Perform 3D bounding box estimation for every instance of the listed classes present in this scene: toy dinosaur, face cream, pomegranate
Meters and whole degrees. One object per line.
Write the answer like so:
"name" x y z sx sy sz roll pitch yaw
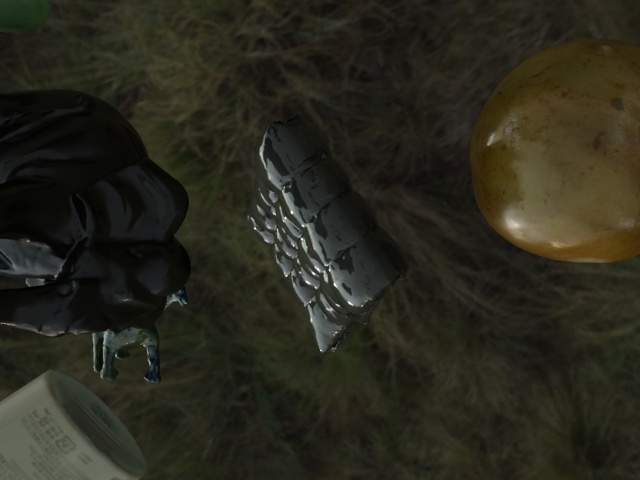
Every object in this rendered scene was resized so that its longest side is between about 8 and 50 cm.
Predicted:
"toy dinosaur" -0.278 0.112 1.388 0.363 0.076 0.147 8 98 53
"face cream" -0.387 0.297 1.172 0.348 0.081 0.173 -34 112 14
"pomegranate" 0.296 -0.099 1.113 0.264 0.264 0.264 14 119 26

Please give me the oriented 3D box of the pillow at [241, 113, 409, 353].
"pillow" 0.000 0.000 1.205 0.228 0.101 0.326 55 164 8

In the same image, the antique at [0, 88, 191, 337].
"antique" -0.272 -0.040 0.994 0.185 0.255 0.322 -51 41 35

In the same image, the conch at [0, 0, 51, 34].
"conch" -0.393 -0.265 1.013 0.143 0.250 0.137 47 143 41
